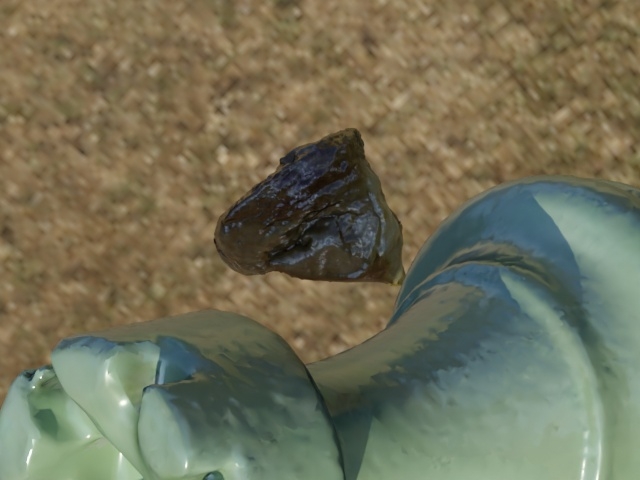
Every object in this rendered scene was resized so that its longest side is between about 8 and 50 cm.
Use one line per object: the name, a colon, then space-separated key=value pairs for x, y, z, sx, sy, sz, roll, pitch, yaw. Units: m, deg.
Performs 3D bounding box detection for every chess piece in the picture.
chess piece: x=0.027 y=0.077 z=0.777 sx=0.194 sy=0.299 sz=0.195 roll=7 pitch=100 yaw=46

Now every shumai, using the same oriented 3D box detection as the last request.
shumai: x=-0.003 y=-0.011 z=1.347 sx=0.123 sy=0.139 sz=0.105 roll=-25 pitch=46 yaw=-26
